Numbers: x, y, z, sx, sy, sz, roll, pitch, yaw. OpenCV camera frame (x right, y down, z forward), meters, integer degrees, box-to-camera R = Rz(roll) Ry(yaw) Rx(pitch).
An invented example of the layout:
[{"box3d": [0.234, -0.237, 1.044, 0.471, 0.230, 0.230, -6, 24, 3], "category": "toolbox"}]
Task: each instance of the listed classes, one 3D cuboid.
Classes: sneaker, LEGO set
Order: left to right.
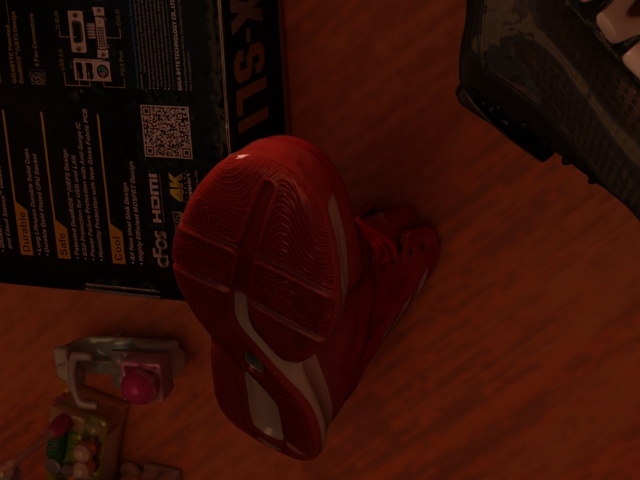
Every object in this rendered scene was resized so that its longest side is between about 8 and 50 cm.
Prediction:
[{"box3d": [-0.126, 0.198, 0.850, 0.132, 0.107, 0.287, -4, 107, 24], "category": "LEGO set"}, {"box3d": [0.000, 0.000, 0.699, 0.087, 0.128, 0.221, 27, 147, 13], "category": "sneaker"}, {"box3d": [0.120, -0.067, 0.669, 0.106, 0.078, 0.234, -26, 93, 31], "category": "sneaker"}]

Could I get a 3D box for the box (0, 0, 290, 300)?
[{"box3d": [-0.150, -0.134, 0.757, 0.257, 0.079, 0.322, 5, 110, 23], "category": "box"}]
